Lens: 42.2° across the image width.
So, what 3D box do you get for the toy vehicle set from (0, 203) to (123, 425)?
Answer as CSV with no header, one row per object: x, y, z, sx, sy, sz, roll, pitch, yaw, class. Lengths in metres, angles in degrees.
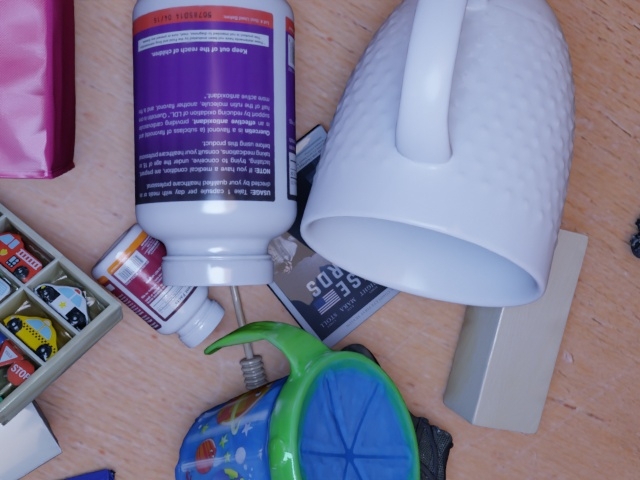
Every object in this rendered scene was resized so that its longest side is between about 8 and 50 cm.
-0.368,0.052,0.896,0.267,0.035,0.166,36,63,15,toy vehicle set

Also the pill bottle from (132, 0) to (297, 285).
-0.117,-0.112,0.930,0.182,0.181,0.322,0,89,-12,pill bottle

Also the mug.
0.142,-0.138,0.907,0.276,0.374,0.327,12,74,17,mug

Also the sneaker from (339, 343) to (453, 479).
0.095,0.241,1.089,0.087,0.130,0.227,-36,72,32,sneaker

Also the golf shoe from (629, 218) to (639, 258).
0.511,-0.050,1.153,0.094,0.077,0.198,26,97,-25,golf shoe

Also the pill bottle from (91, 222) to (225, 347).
-0.192,0.058,1.000,0.152,0.086,0.086,44,86,-14,pill bottle

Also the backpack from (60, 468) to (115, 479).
-0.290,0.359,1.008,0.098,0.101,0.120,-11,102,-4,backpack

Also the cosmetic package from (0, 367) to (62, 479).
-0.452,0.246,0.903,0.296,0.153,0.129,-31,101,-22,cosmetic package

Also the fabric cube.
-0.389,-0.198,0.843,0.259,0.254,0.258,1,98,-13,fabric cube

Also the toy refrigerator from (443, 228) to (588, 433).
0.254,0.108,1.101,0.102,0.094,0.269,12,95,-20,toy refrigerator

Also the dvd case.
0.000,0.000,1.064,0.179,0.029,0.238,-39,102,-5,dvd case

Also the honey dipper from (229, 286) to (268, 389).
-0.100,0.109,1.058,0.031,0.030,0.160,-14,95,-10,honey dipper

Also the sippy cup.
-0.039,0.262,0.969,0.240,0.224,0.305,25,55,-44,sippy cup
